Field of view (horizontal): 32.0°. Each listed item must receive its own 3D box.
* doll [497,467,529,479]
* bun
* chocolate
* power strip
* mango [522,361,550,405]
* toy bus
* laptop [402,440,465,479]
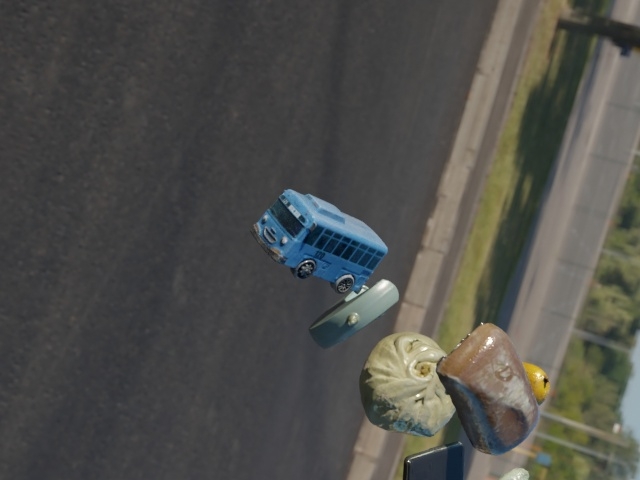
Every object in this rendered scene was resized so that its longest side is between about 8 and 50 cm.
[{"bbox_3d":[0.342,0.440,1.803,0.071,0.103,0.214,-61,-156,18],"label":"doll"},{"bbox_3d":[0.193,0.292,2.313,0.133,0.231,0.231,114,1,-64],"label":"bun"},{"bbox_3d":[0.313,0.269,1.948,0.161,0.083,0.261,-45,126,-20],"label":"chocolate"},{"bbox_3d":[0.058,0.138,2.086,0.167,0.054,0.253,-38,-177,-9],"label":"power strip"},{"bbox_3d":[0.387,0.295,2.258,0.066,0.187,0.101,-11,91,-44],"label":"mango"},{"bbox_3d":[0.000,0.000,2.026,0.234,0.116,0.133,23,110,-46],"label":"toy bus"},{"bbox_3d":[0.236,0.506,2.324,0.207,0.026,0.154,-2,98,-51],"label":"laptop"}]
